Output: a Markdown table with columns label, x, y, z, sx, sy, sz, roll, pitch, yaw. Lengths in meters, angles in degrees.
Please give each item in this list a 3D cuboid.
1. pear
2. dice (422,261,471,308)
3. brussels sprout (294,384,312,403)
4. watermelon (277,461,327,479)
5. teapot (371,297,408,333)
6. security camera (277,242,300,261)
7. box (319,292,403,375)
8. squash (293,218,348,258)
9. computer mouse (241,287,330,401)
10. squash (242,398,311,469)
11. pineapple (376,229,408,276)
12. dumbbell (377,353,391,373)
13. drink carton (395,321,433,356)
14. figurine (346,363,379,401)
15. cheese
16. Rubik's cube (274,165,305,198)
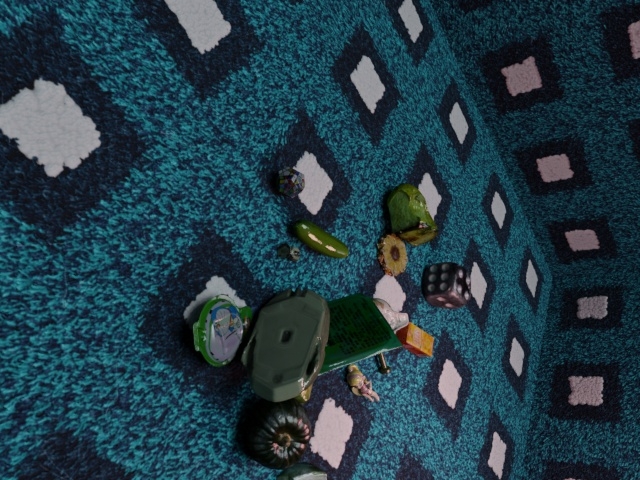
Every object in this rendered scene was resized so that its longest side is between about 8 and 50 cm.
| label | x | y | z | sx | sy | sz | roll | pitch | yaw |
| --- | --- | --- | --- | --- | --- | --- | --- | --- | --- |
| pear | 0.415 | -0.125 | 2.363 | 0.238 | 0.164 | 0.256 | 25 | 48 | -52 |
| dice | 0.607 | 0.217 | 2.526 | 0.183 | 0.181 | 0.182 | 36 | 54 | -40 |
| brussels sprout | -0.088 | 0.445 | 1.684 | 0.155 | 0.117 | 0.155 | 0 | 90 | -71 |
| watermelon | -0.064 | 0.846 | 1.669 | 0.154 | 0.094 | 0.241 | 7 | 79 | -42 |
| teapot | 0.226 | 0.330 | 2.073 | 0.298 | 0.139 | 0.204 | -11 | 92 | -51 |
| security camera | -0.100 | 0.041 | 1.811 | 0.092 | 0.058 | 0.058 | 11 | 74 | -58 |
| box | 0.068 | 0.331 | 1.775 | 0.336 | 0.264 | 0.106 | -14 | 135 | -22 |
| squash | -0.002 | 0.000 | 1.909 | 0.292 | 0.082 | 0.082 | 31 | 60 | -45 |
| computer mouse | -0.094 | 0.323 | 1.600 | 0.429 | 0.228 | 0.146 | -76 | 162 | -49 |
| squash | -0.127 | 0.568 | 1.566 | 0.218 | 0.172 | 0.218 | -10 | 104 | -49 |
| pineapple | 0.317 | 0.055 | 2.313 | 0.221 | 0.047 | 0.221 | 15 | 70 | -47 |
| dumbbell | 0.250 | 0.482 | 2.138 | 0.046 | 0.052 | 0.118 | -41 | 117 | -73 |
| drink carton | 0.416 | 0.439 | 2.335 | 0.223 | 0.071 | 0.096 | 34 | 58 | -40 |
| figurine | 0.158 | 0.549 | 2.004 | 0.187 | 0.083 | 0.083 | 48 | 48 | -25 |
| cheese | -0.263 | 0.253 | 1.538 | 0.320 | 0.083 | 0.204 | -4 | 89 | -62 |
| Rubik's cube | -0.106 | -0.200 | 1.815 | 0.093 | 0.111 | 0.111 | 78 | 29 | -51 |
